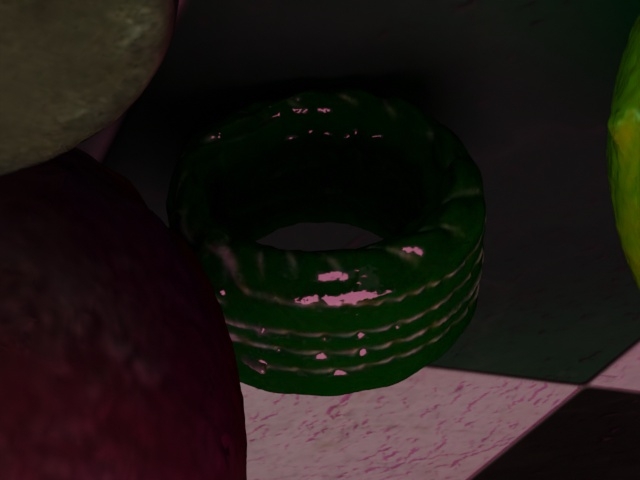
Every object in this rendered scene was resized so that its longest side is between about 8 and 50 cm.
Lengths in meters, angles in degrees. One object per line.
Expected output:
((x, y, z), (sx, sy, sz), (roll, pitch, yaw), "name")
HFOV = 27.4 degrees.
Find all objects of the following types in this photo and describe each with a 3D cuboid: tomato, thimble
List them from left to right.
((-0.159, 0.029, 0.427), (0.289, 0.335, 0.176), (26, 91, -32), "tomato")
((0.000, 0.000, 0.541), (0.130, 0.118, 0.090), (-22, 146, -17), "thimble")

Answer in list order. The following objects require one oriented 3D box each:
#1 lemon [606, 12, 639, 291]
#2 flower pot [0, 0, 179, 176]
((0.197, -0.030, 0.461), (0.192, 0.192, 0.231), (-12, 106, 5), "lemon")
((-0.109, -0.108, 0.326), (0.235, 0.148, 0.235), (-6, 148, -4), "flower pot")
